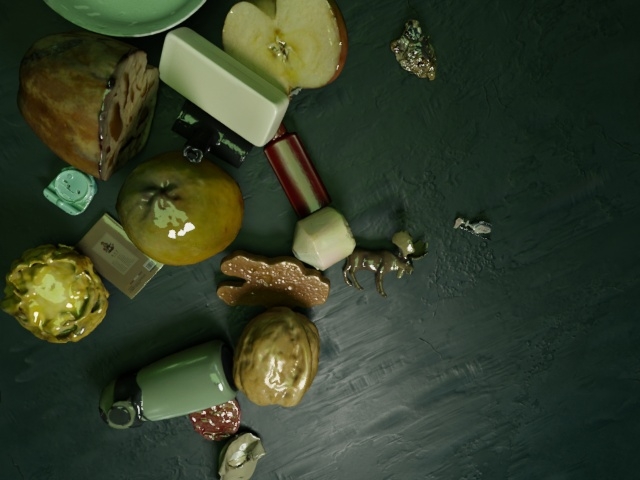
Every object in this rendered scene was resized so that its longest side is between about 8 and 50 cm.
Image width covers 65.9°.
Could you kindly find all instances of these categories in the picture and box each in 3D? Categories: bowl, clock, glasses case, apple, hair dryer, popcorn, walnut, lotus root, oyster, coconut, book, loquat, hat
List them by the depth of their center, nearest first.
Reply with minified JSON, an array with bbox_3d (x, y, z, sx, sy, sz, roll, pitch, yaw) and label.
[{"bbox_3d":[-0.415,-0.647,1.082,0.435,0.196,0.434,-1,99,-6],"label":"bowl"},{"bbox_3d":[-0.497,-0.332,1.082,0.250,0.316,0.316,28,97,-1],"label":"lotus root"},{"bbox_3d":[-0.269,-0.227,1.152,0.197,0.251,0.089,31,112,-13],"label":"hair dryer"},{"bbox_3d":[-0.320,-0.072,1.157,0.276,0.284,0.275,-1,84,6],"label":"loquat"},{"bbox_3d":[-0.062,-0.466,1.158,0.293,0.163,0.251,-5,119,28],"label":"apple"},{"bbox_3d":[-0.230,-0.360,1.160,0.313,0.070,0.131,35,133,3],"label":"glasses case"},{"bbox_3d":[-0.651,0.130,1.209,0.250,0.190,0.250,0,96,0],"label":"popcorn"},{"bbox_3d":[-0.614,-0.139,1.235,0.101,0.041,0.135,36,95,-11],"label":"clock"},{"bbox_3d":[0.250,-0.475,1.255,0.148,0.051,0.103,40,102,-21],"label":"oyster"},{"bbox_3d":[0.000,0.000,1.271,0.153,0.147,0.147,-29,102,-7],"label":"coconut"},{"bbox_3d":[-0.109,0.297,1.276,0.225,0.257,0.256,5,102,-40],"label":"walnut"},{"bbox_3d":[-0.526,0.042,1.290,0.199,0.016,0.138,44,94,-12],"label":"book"},{"bbox_3d":[-0.252,0.630,1.398,0.147,0.085,0.175,-4,130,-42],"label":"hat"}]

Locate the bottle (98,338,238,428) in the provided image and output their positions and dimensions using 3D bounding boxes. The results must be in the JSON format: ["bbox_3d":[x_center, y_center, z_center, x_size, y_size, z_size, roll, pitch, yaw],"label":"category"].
[{"bbox_3d":[-0.398,0.387,1.293,0.347,0.168,0.168,-19,102,1],"label":"bottle"}]

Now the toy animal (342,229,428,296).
[{"bbox_3d":[0.175,0.056,1.325,0.215,0.094,0.185,13,91,0],"label":"toy animal"}]

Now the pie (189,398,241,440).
[{"bbox_3d":[-0.294,0.490,1.387,0.154,0.038,0.153,-1,103,-5],"label":"pie"}]

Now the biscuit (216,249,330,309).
[{"bbox_3d":[-0.122,0.114,1.309,0.295,0.044,0.185,12,125,-9],"label":"biscuit"}]

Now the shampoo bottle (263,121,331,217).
[{"bbox_3d":[-0.072,-0.192,1.267,0.102,0.064,0.260,-27,102,5],"label":"shampoo bottle"}]

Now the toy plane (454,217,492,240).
[{"bbox_3d":[0.428,-0.038,1.364,0.121,0.031,0.049,20,106,-12],"label":"toy plane"}]
